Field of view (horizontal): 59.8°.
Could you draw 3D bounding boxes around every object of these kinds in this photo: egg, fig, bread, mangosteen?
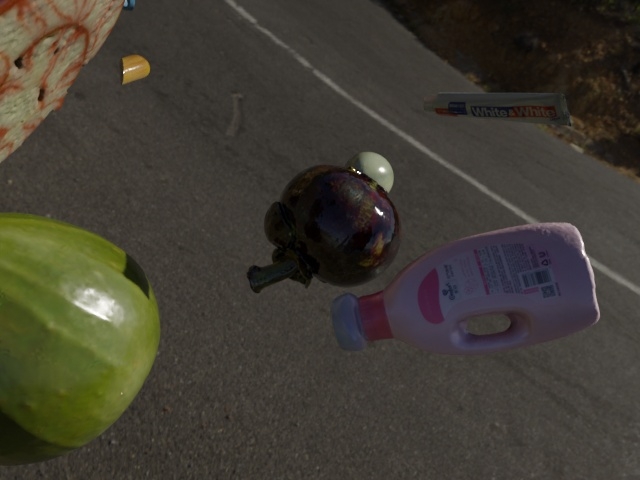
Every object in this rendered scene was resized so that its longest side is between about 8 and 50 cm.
[{"bbox_3d":[0.105,-0.142,1.249,0.114,0.114,0.152,33,14,15],"label":"egg"},{"bbox_3d":[-0.354,0.096,0.660,0.317,0.316,0.316,14,36,-11],"label":"fig"},{"bbox_3d":[-0.347,-0.206,0.586,0.114,0.327,0.295,38,-7,-13],"label":"bread"},{"bbox_3d":[-0.453,-0.408,1.314,0.062,0.049,0.103,43,39,0],"label":"bread"},{"bbox_3d":[0.000,0.000,0.973,0.289,0.231,0.231,-40,58,-3],"label":"mangosteen"}]

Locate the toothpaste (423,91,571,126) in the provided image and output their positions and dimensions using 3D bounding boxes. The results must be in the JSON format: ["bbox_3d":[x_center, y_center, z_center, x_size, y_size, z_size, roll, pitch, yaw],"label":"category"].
[{"bbox_3d":[0.229,-0.181,0.749,0.218,0.052,0.033,19,62,47],"label":"toothpaste"}]

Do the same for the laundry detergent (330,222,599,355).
[{"bbox_3d":[0.182,0.081,0.747,0.336,0.158,0.088,-15,-3,11],"label":"laundry detergent"}]

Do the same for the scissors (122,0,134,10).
[{"bbox_3d":[-0.450,-0.655,1.249,0.030,0.125,0.255,-14,88,-35],"label":"scissors"}]
